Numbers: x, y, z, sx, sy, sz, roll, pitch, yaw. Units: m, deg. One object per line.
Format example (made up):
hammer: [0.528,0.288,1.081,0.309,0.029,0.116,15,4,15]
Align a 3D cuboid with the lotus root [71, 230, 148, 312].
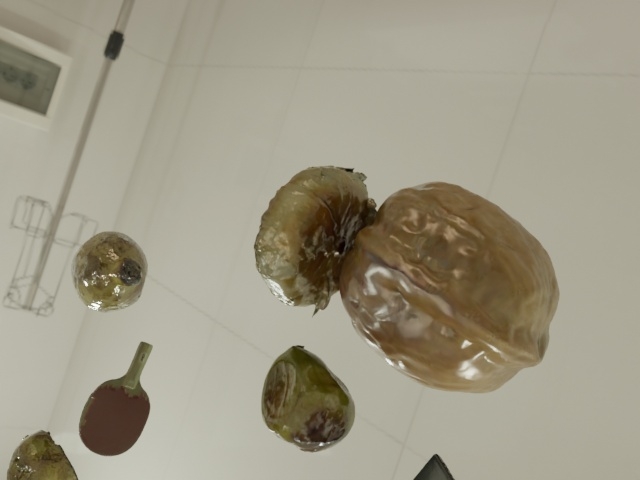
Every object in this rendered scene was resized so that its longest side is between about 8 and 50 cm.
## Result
lotus root: [-0.348,0.050,1.060,0.138,0.139,0.214,18,164,-26]

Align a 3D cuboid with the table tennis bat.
table tennis bat: [-0.401,0.319,1.291,0.131,0.235,0.022,28,161,-27]

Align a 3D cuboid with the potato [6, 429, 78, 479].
potato: [-0.425,0.387,0.966,0.164,0.201,0.081,34,-136,30]

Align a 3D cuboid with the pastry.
pastry: [-0.002,-0.004,1.093,0.120,0.257,0.235,24,-146,36]

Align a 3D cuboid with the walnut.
walnut: [0.204,0.081,0.995,0.306,0.306,0.344,18,-159,-50]

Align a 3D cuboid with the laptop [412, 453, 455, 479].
laptop: [0.126,0.387,0.830,0.016,0.180,0.129,30,-166,-25]

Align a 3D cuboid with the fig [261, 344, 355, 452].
fig: [-0.024,0.250,0.997,0.154,0.144,0.166,-8,-122,-46]
